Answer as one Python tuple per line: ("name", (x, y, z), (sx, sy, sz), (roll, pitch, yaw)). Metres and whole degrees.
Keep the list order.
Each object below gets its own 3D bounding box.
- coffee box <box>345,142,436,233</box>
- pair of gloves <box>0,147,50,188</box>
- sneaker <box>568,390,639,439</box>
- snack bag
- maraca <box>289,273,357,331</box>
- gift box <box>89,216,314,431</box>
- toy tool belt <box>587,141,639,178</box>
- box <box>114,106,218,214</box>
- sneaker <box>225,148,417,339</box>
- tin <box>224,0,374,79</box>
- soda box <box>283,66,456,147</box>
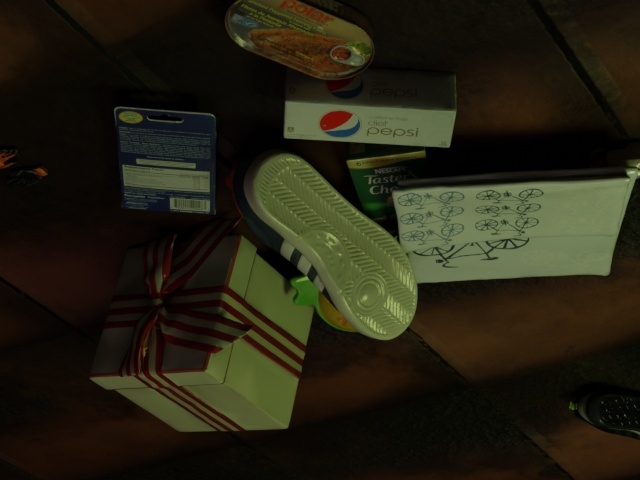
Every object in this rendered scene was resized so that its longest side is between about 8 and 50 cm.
("coffee box", (0.106, -0.077, 1.753), (0.113, 0.040, 0.184), (-5, 144, 10))
("pair of gloves", (-0.436, -0.103, 1.787), (0.074, 0.010, 0.083), (-23, 140, 31))
("sneaker", (0.556, 0.314, 2.268), (0.235, 0.084, 0.097), (19, 166, -20))
("snack bag", (0.266, -0.008, 1.782), (0.323, 0.037, 0.342), (-4, 155, 4))
("maraca", (0.040, 0.074, 1.918), (0.186, 0.099, 0.127), (24, 100, -28))
("gift box", (-0.164, 0.129, 1.894), (0.276, 0.255, 0.258), (-13, 144, 31))
("toy tool belt", (0.405, -0.097, 1.695), (0.083, 0.052, 0.051), (-8, 135, 16))
("box", (-0.209, -0.117, 1.725), (0.136, 0.036, 0.225), (5, 146, -3))
("sneaker", (0.000, 0.000, 1.771), (0.350, 0.131, 0.148), (51, 162, -26))
("tin", (-0.023, -0.256, 1.515), (0.190, 0.040, 0.106), (20, 146, -23))
("soda box", (0.062, -0.172, 1.599), (0.216, 0.069, 0.074), (3, 144, -1))
